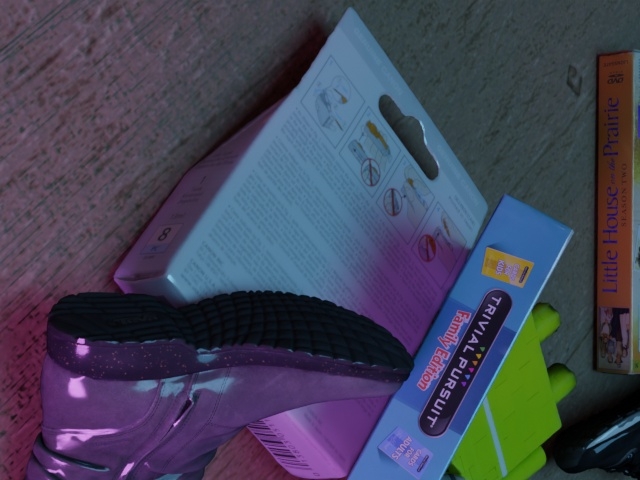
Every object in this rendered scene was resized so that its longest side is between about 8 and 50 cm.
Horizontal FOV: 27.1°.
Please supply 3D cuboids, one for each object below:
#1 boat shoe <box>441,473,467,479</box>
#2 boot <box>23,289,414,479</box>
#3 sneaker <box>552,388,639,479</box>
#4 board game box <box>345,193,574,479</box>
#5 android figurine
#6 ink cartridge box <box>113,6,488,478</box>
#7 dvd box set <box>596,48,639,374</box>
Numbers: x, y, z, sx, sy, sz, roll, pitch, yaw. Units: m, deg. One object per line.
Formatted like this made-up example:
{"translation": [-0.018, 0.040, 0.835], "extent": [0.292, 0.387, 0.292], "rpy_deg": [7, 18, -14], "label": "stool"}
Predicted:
{"translation": [0.161, 0.435, 1.286], "extent": [0.156, 0.187, 0.500], "rpy_deg": [23, 32, -12], "label": "boat shoe"}
{"translation": [-0.098, 0.164, 1.183], "extent": [0.338, 0.118, 0.222], "rpy_deg": [5, 114, -18], "label": "boot"}
{"translation": [0.418, 0.264, 1.694], "extent": [0.283, 0.107, 0.124], "rpy_deg": [-17, 85, -39], "label": "sneaker"}
{"translation": [0.124, 0.144, 1.327], "extent": [0.079, 0.254, 0.336], "rpy_deg": [28, 78, 7], "label": "board game box"}
{"translation": [0.197, 0.183, 1.550], "extent": [0.273, 0.056, 0.248], "rpy_deg": [-32, 111, -38], "label": "android figurine"}
{"translation": [0.000, 0.000, 1.362], "extent": [0.308, 0.091, 0.385], "rpy_deg": [52, 53, -29], "label": "ink cartridge box"}
{"translation": [0.488, -0.034, 1.809], "extent": [0.308, 0.062, 0.420], "rpy_deg": [0, 90, -42], "label": "dvd box set"}
